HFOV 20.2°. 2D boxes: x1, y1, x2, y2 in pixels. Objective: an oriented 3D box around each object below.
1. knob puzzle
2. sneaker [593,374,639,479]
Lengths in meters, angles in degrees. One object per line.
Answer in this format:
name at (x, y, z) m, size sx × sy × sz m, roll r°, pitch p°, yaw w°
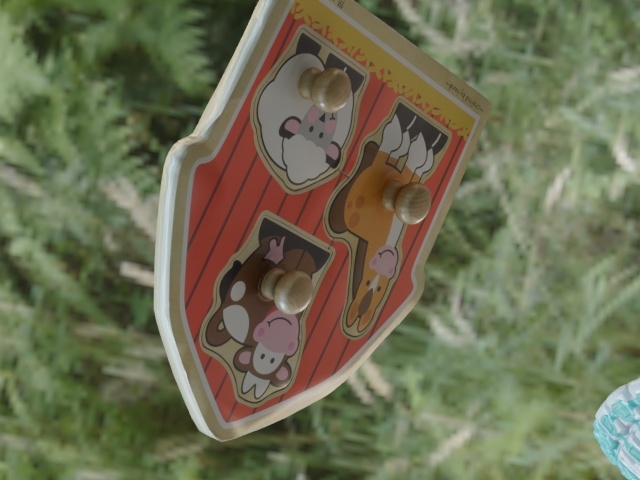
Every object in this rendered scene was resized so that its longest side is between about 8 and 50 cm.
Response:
knob puzzle at (0.000, 0.000, 0.778) m, size 0.213 × 0.030 × 0.213 m, roll -26°, pitch -53°, yaw -41°
sneaker at (0.175, 0.051, 0.724) m, size 0.076 × 0.065 × 0.166 m, roll -38°, pitch -7°, yaw -38°
